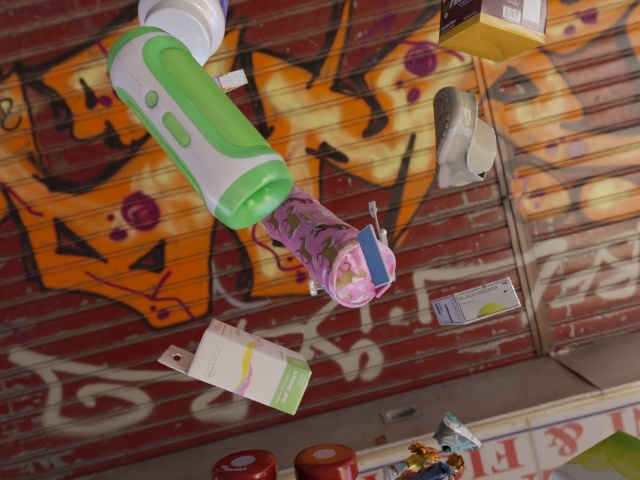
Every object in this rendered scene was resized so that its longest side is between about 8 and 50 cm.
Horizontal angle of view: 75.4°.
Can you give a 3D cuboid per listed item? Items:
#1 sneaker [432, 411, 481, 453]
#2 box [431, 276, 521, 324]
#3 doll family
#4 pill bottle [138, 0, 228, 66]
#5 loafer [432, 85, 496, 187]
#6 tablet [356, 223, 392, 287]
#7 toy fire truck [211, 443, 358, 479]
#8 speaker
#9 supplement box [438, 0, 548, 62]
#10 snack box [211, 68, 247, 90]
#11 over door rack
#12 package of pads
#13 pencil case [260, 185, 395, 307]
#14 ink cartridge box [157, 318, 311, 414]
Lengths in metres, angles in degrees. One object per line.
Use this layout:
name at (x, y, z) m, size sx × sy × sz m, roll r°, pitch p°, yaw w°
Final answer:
sneaker at (0.309, 0.457, 0.954) m, size 0.076 × 0.166 × 0.065 m, roll -48°, pitch -147°, yaw -4°
box at (0.454, 0.190, 1.251) m, size 0.169 × 0.087 × 0.290 m, roll -17°, pitch 167°, yaw -2°
doll family at (0.258, 0.559, 0.998) m, size 0.163 × 0.118 × 0.263 m, roll -8°, pitch 169°, yaw -21°
pill bottle at (-0.256, -0.440, 0.789) m, size 0.153 × 0.271 × 0.152 m, roll -5°, pitch 141°, yaw -4°
loafer at (0.224, -0.154, 0.640) m, size 0.092 × 0.101 × 0.268 m, roll -3°, pitch 171°, yaw 15°
tablet at (0.074, 0.022, 0.575) m, size 0.006 × 0.083 × 0.054 m, roll -15°, pitch 170°, yaw -20°
toy fire truck at (-0.041, 0.406, 0.551) m, size 0.303 × 0.169 × 0.254 m, roll -4°, pitch 174°, yaw -3°
speaker at (-0.171, -0.160, 0.583) m, size 0.131 × 0.296 × 0.131 m, roll -38°, pitch 168°, yaw -9°
supplement box at (0.383, -0.531, 0.917) m, size 0.192 × 0.193 × 0.129 m, roll 3°, pitch -178°, yaw -23°
snack box at (-0.255, -0.357, 0.973) m, size 0.141 × 0.037 × 0.100 m, roll -7°, pitch -157°, yaw 32°
over door rack at (0.067, -0.002, 1.198) m, size 0.240 × 0.108 × 0.324 m, roll -10°, pitch -137°, yaw 3°
package of pads at (0.648, 0.514, 0.804) m, size 0.230 × 0.101 × 0.296 m, roll -18°, pitch -175°, yaw -16°
pencil case at (0.000, 0.000, 0.945) m, size 0.167 × 0.159 × 0.386 m, roll -6°, pitch -154°, yaw -28°
ink cartridge box at (-0.217, 0.307, 1.084) m, size 0.354 × 0.119 × 0.207 m, roll 24°, pitch 173°, yaw -9°
